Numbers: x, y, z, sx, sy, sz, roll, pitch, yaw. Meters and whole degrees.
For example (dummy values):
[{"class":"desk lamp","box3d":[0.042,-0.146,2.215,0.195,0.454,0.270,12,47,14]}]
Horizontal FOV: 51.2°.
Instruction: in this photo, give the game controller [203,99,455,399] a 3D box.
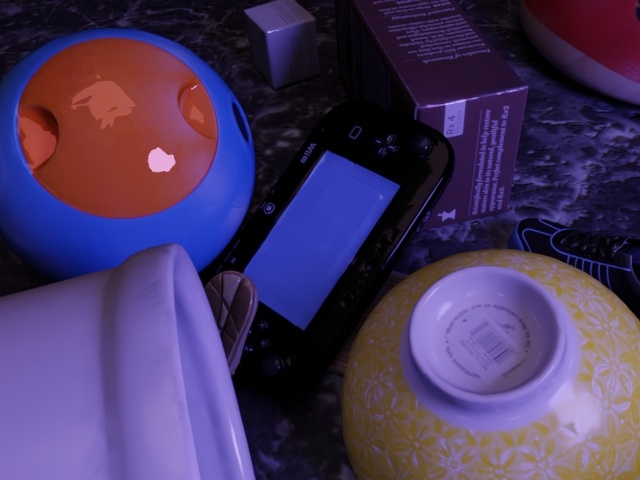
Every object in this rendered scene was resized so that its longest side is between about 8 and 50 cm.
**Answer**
[{"class":"game controller","box3d":[0.000,0.000,0.693,0.166,0.067,0.319,31,82,22]}]

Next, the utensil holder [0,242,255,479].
[{"class":"utensil holder","box3d":[-0.239,0.205,0.430,0.385,0.328,0.328,-14,46,-5]}]

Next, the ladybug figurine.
[{"class":"ladybug figurine","box3d":[0.485,-0.370,1.041,0.304,0.162,0.449,-10,45,-6]}]

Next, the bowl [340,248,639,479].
[{"class":"bowl","box3d":[0.141,0.110,0.554,0.289,0.156,0.290,-9,54,13]}]

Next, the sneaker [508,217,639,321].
[{"class":"sneaker","box3d":[0.310,0.023,0.715,0.081,0.091,0.232,-37,53,-28]}]

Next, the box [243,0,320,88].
[{"class":"box","box3d":[-0.062,-0.321,1.085,0.087,0.101,0.102,-22,46,-16]}]

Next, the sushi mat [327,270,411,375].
[{"class":"sushi mat","box3d":[0.071,0.091,0.722,0.316,0.019,0.151,15,48,19]}]

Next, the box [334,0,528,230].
[{"class":"box","box3d":[0.127,-0.214,0.899,0.143,0.191,0.381,-10,46,-5]}]

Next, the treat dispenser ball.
[{"class":"treat dispenser ball","box3d":[-0.215,-0.082,0.731,0.288,0.288,0.288,-3,45,3]}]

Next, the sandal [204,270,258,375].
[{"class":"sandal","box3d":[-0.106,0.108,0.644,0.072,0.180,0.049,34,14,18]}]
